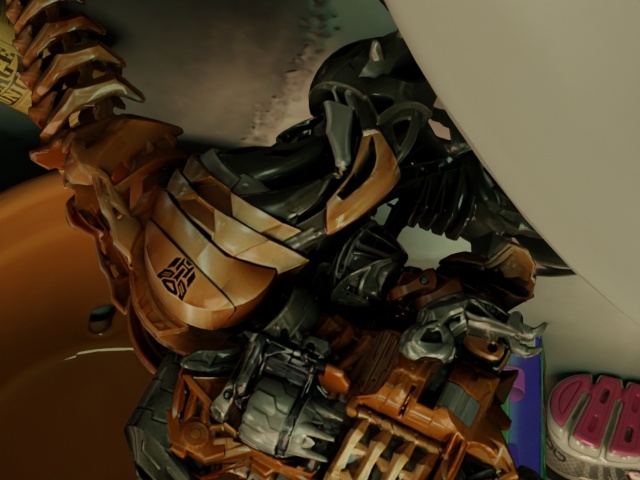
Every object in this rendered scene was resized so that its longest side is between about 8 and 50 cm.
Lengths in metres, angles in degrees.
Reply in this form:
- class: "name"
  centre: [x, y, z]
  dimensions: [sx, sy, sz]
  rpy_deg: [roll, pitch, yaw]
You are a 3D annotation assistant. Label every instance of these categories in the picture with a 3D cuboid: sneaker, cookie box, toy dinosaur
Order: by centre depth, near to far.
- class: "toy dinosaur"
  centre: [0.000, 0.000, 0.730]
  dimensions: [0.322, 0.218, 0.164]
  rpy_deg: [54, 157, -3]
- class: "cookie box"
  centre: [0.073, 0.106, 1.041]
  dimensions: [0.092, 0.107, 0.040]
  rpy_deg: [-4, 149, 12]
- class: "sneaker"
  centre: [0.196, 0.123, 1.106]
  dimensions: [0.170, 0.063, 0.075]
  rpy_deg: [15, 148, -9]

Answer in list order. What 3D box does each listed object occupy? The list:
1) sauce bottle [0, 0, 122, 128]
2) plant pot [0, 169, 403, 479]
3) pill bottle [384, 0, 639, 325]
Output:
- class: "sauce bottle"
  centre: [-0.142, -0.083, 0.807]
  dimensions: [0.128, 0.042, 0.042]
  rpy_deg: [23, 144, -30]
- class: "plant pot"
  centre: [-0.086, 0.127, 0.954]
  dimensions: [0.291, 0.291, 0.203]
  rpy_deg: [8, 165, -8]
- class: "pill bottle"
  centre: [0.193, -0.128, 0.378]
  dimensions: [0.361, 0.204, 0.204]
  rpy_deg: [-28, 164, -30]
